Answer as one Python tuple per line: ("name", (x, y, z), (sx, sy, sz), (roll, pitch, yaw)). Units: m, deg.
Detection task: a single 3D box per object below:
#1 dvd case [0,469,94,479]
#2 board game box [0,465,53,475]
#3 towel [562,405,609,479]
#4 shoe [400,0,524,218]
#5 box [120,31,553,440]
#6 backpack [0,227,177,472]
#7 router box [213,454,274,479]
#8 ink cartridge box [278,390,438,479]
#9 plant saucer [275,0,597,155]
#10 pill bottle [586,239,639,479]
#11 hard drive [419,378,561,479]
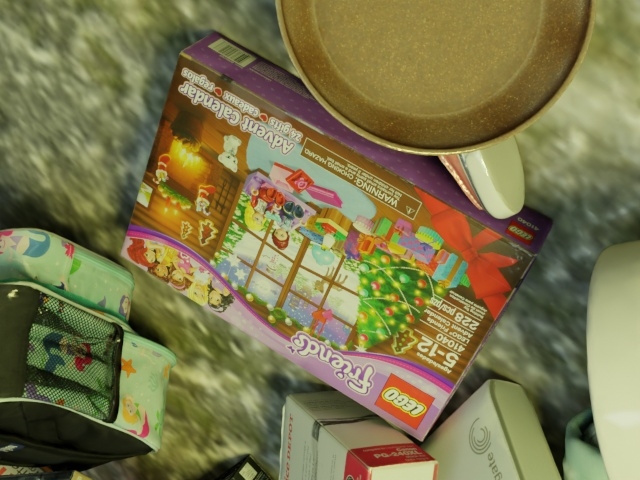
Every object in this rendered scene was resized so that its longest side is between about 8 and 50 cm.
("dvd case", (-0.177, 0.265, 0.936), (0.221, 0.018, 0.164), (38, 146, -29))
("board game box", (-0.337, 0.513, 1.050), (0.356, 0.356, 0.356), (38, 126, 4))
("towel", (0.362, 0.285, 0.740), (0.374, 0.090, 0.320), (6, 118, 24))
("shoe", (0.071, -0.089, 0.706), (0.081, 0.063, 0.178), (-20, 100, 35))
("box", (0.000, 0.000, 0.789), (0.293, 0.057, 0.201), (30, 126, 10))
("backpack", (-0.251, 0.105, 0.879), (0.225, 0.191, 0.253), (-7, 151, 30))
("router box", (-0.078, 0.272, 0.987), (0.092, 0.038, 0.122), (46, 127, -3))
("ink cartridge box", (0.025, 0.196, 0.820), (0.150, 0.063, 0.109), (-151, 62, -61))
("plant saucer", (0.069, -0.151, 0.637), (0.198, 0.036, 0.199), (0, 92, -7))
("pill bottle", (0.346, 0.067, 0.554), (0.363, 0.210, 0.210), (-8, 112, 30))
("hard drive", (0.073, 0.306, 0.817), (0.047, 0.233, 0.353), (17, 129, -29))
